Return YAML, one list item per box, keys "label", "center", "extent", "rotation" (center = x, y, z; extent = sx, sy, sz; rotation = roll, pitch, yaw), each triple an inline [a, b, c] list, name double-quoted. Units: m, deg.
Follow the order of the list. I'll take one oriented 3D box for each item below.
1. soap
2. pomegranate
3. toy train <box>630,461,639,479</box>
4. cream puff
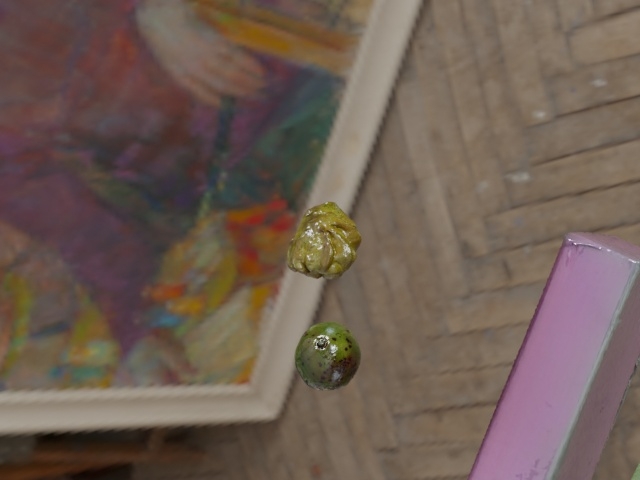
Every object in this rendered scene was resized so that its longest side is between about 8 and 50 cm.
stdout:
- label: "soap"
  center: [0.225, 0.124, 1.477]
  extent: [0.081, 0.181, 0.259]
  rotation: [25, 100, 22]
- label: "pomegranate"
  center: [0.010, 0.127, 1.706]
  extent: [0.073, 0.073, 0.084]
  rotation: [11, 130, 42]
- label: "toy train"
  center: [0.231, 0.102, 0.605]
  extent: [0.160, 0.253, 0.397]
  rotation: [35, 159, -4]
- label: "cream puff"
  center: [0.000, 0.000, 1.505]
  extent: [0.083, 0.083, 0.058]
  rotation: [-3, 119, 35]
